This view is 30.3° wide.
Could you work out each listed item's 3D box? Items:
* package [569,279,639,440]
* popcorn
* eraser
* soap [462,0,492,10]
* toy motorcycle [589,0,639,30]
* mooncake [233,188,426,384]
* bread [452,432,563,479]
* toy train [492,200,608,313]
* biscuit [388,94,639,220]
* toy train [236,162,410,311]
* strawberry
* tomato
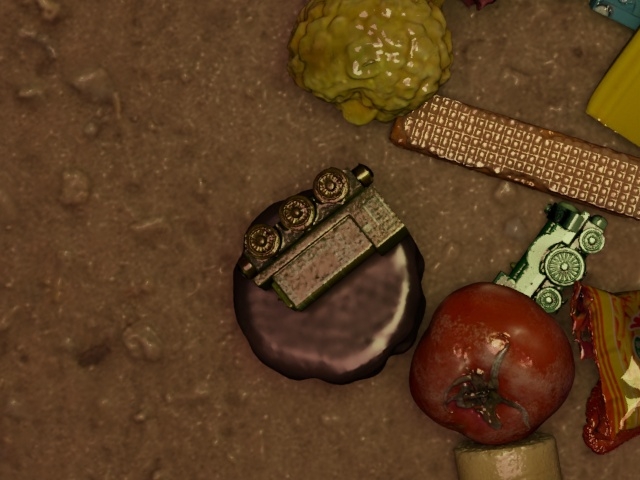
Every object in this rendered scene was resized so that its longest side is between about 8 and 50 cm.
[{"bbox_3d":[0.486,0.163,1.646,0.288,0.108,0.223,-3,68,-8],"label":"package"},{"bbox_3d":[0.082,-0.283,1.633,0.206,0.237,0.251,37,105,-21],"label":"popcorn"},{"bbox_3d":[0.490,-0.231,1.630,0.158,0.069,0.226,35,122,4],"label":"eraser"},{"bbox_3d":[0.172,-0.461,1.649,0.112,0.182,0.289,-37,94,6],"label":"soap"},{"bbox_3d":[0.445,-0.391,1.650,0.272,0.123,0.182,23,111,-8],"label":"toy motorcycle"},{"bbox_3d":[0.015,0.068,1.693,0.283,0.141,0.283,-1,82,7],"label":"mooncake"},{"bbox_3d":[0.272,0.353,1.680,0.148,0.134,0.141,-10,90,16],"label":"bread"},{"bbox_3d":[0.336,0.027,1.702,0.104,0.071,0.178,36,95,14],"label":"toy train"},{"bbox_3d":[0.289,-0.127,1.707,0.378,0.054,0.094,17,92,5],"label":"biscuit"},{"bbox_3d":[0.000,0.000,1.592,0.225,0.090,0.137,-39,80,2],"label":"toy train"},{"bbox_3d":[0.438,0.244,1.707,0.104,0.048,0.152,31,90,7],"label":"strawberry"},{"bbox_3d":[0.241,0.167,1.644,0.232,0.188,0.232,6,125,9],"label":"tomato"}]
